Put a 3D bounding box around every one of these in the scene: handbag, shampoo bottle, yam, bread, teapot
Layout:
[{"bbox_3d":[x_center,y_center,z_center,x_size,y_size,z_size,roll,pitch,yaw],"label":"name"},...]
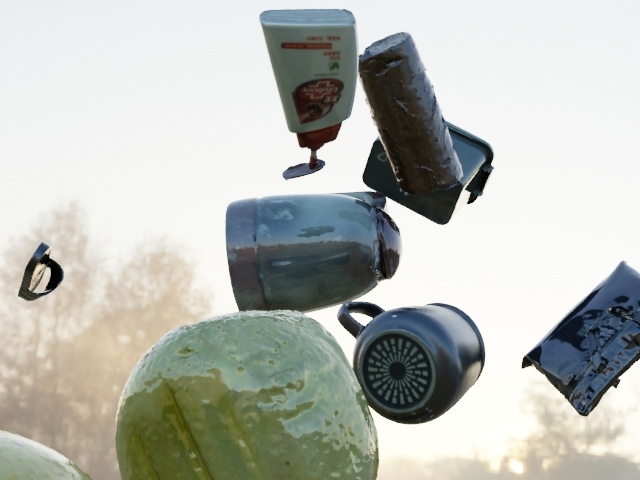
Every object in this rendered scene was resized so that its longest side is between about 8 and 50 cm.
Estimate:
[{"bbox_3d":[0.458,0.153,1.843,0.088,0.254,0.211,45,-2,-25],"label":"handbag"},{"bbox_3d":[-0.017,-0.224,1.815,0.153,0.071,0.284,-4,-58,-6],"label":"shampoo bottle"},{"bbox_3d":[0.152,-0.219,2.037,0.131,0.279,0.131,-21,16,6],"label":"yam"},{"bbox_3d":[-0.092,0.245,1.391,0.321,0.320,0.237,-5,11,40],"label":"bread"},{"bbox_3d":[0.000,0.000,2.176,0.312,0.315,0.233,-7,-59,7],"label":"teapot"}]

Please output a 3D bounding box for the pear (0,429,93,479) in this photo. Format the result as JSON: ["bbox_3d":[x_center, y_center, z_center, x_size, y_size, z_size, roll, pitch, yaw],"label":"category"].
[{"bbox_3d":[-0.290,0.284,0.881,0.309,0.309,0.309,7,-14,2],"label":"pear"}]

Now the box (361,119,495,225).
[{"bbox_3d":[0.205,-0.144,2.258,0.243,0.135,0.163,29,-47,11],"label":"box"}]

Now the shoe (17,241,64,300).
[{"bbox_3d":[-0.416,0.056,1.734,0.049,0.071,0.179,31,-24,-5],"label":"shoe"}]

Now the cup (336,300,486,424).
[{"bbox_3d":[0.130,0.157,1.690,0.223,0.169,0.177,40,26,21],"label":"cup"}]
